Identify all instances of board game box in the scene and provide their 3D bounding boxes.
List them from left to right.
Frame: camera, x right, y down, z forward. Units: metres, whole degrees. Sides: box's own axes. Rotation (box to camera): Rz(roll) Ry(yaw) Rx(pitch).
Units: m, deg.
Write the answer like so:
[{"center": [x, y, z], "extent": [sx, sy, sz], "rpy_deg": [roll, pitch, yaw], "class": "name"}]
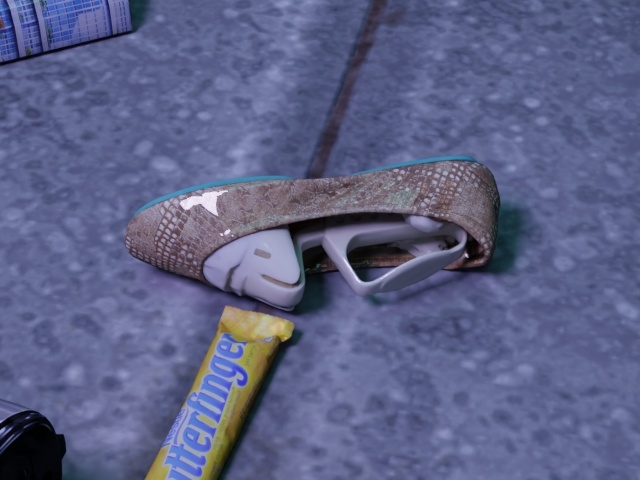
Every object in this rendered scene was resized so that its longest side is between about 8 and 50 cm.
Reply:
[{"center": [-0.203, -0.202, 1.145], "extent": [0.194, 0.060, 0.194], "rpy_deg": [-18, 45, -17], "class": "board game box"}]

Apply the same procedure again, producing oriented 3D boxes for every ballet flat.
[{"center": [0.000, 0.000, 0.921], "extent": [0.206, 0.073, 0.067], "rpy_deg": [-10, 58, -6], "class": "ballet flat"}]

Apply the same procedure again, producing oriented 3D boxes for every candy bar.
[{"center": [-0.056, 0.092, 0.854], "extent": [0.040, 0.018, 0.161], "rpy_deg": [12, 43, 13], "class": "candy bar"}]

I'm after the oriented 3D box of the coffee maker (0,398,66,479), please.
[{"center": [-0.231, 0.116, 0.775], "extent": [0.178, 0.120, 0.171], "rpy_deg": [24, 71, 26], "class": "coffee maker"}]
